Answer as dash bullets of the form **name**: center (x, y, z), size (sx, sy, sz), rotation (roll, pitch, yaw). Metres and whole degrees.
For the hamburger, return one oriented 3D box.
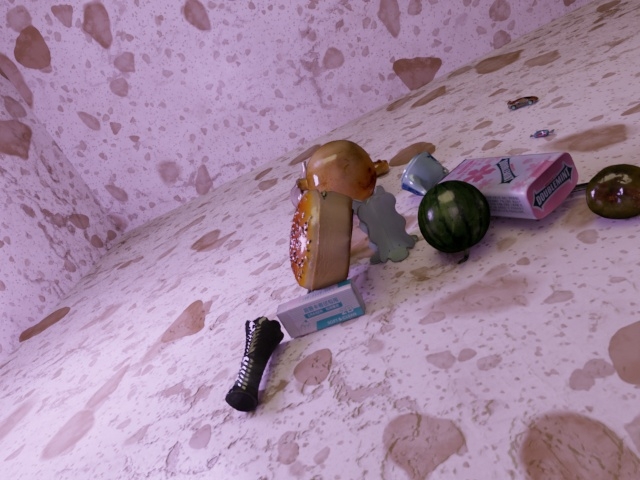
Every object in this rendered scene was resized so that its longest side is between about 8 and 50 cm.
- **hamburger**: center (0.000, 0.000, 1.286), size (0.175, 0.301, 0.300), rotation (6, 27, 0)

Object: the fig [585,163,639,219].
- **fig**: center (0.693, -0.131, 1.052), size (0.132, 0.127, 0.185), rotation (-24, 23, 48)

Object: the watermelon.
- **watermelon**: center (0.358, -0.052, 1.209), size (0.187, 0.215, 0.188), rotation (-24, -11, -5)

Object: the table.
- **table**: center (0.184, -0.051, 1.373), size (0.166, 0.199, 0.167), rotation (-24, 22, 11)

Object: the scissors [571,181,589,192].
- **scissors**: center (0.634, -0.127, 1.237), size (0.317, 0.024, 0.160), rotation (-11, 27, 38)

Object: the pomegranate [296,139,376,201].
- **pomegranate**: center (0.062, -0.243, 1.813), size (0.318, 0.319, 0.319), rotation (-24, 23, 11)

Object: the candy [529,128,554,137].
- **candy**: center (0.778, -0.376, 1.600), size (0.083, 0.020, 0.030), rotation (-5, 32, 48)

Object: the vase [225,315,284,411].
- **vase**: center (-0.168, 0.312, 1.157), size (0.115, 0.116, 0.238), rotation (-20, 29, 21)

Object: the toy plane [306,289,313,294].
- **toy plane**: center (0.002, 0.082, 1.463), size (0.234, 0.082, 0.160), rotation (-44, 1, -35)

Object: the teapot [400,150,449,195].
- **teapot**: center (0.378, -0.222, 1.612), size (0.158, 0.159, 0.232), rotation (-7, 21, 42)

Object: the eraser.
- **eraser**: center (0.001, 0.183, 1.223), size (0.224, 0.096, 0.052), rotation (-22, 24, 15)

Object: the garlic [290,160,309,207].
- **garlic**: center (-0.052, -0.255, 2.071), size (0.218, 0.212, 0.219), rotation (-23, 17, 8)

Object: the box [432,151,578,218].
- **box**: center (0.499, -0.153, 1.289), size (0.190, 0.112, 0.369), rotation (-38, 19, -15)

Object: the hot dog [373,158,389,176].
- **hot dog**: center (0.188, -0.302, 2.061), size (0.248, 0.076, 0.102), rotation (-22, 27, 13)

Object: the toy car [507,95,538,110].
- **toy car**: center (0.859, -0.589, 1.937), size (0.121, 0.035, 0.059), rotation (-12, 24, 38)
